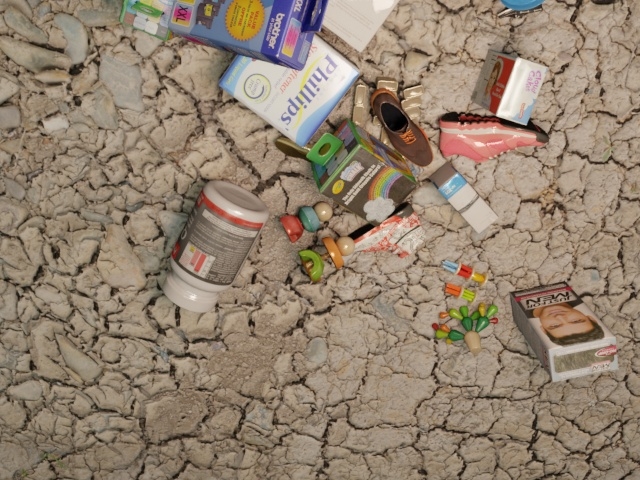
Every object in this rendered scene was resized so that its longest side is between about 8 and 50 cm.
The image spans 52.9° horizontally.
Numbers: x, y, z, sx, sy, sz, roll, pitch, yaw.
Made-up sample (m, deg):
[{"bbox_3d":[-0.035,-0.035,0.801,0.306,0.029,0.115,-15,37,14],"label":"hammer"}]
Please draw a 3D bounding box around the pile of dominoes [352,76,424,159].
[{"bbox_3d":[0.188,-0.346,1.878,0.196,0.040,0.251,3,119,-5],"label":"pile of dominoes"}]

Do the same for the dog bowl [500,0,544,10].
[{"bbox_3d":[0.514,-0.732,1.606,0.166,0.074,0.297,-10,134,2],"label":"dog bowl"}]

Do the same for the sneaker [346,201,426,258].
[{"bbox_3d":[0.192,0.010,1.974,0.270,0.090,0.145,-31,106,8],"label":"sneaker"}]

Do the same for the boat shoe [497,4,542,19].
[{"bbox_3d":[0.547,-0.626,1.761,0.125,0.046,0.038,-20,105,-2],"label":"boat shoe"}]

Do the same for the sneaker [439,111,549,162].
[{"bbox_3d":[0.496,-0.290,1.869,0.314,0.116,0.136,6,121,4],"label":"sneaker"}]

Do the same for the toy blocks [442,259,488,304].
[{"bbox_3d":[0.439,0.128,2.042,0.148,0.054,0.123,23,108,-9],"label":"toy blocks"}]

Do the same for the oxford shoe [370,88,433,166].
[{"bbox_3d":[0.234,-0.302,1.824,0.097,0.098,0.271,-37,114,16],"label":"oxford shoe"}]

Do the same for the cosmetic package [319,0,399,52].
[{"bbox_3d":[0.132,-0.707,1.632,0.217,0.156,0.385,33,114,-17],"label":"cosmetic package"}]

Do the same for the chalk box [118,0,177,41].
[{"bbox_3d":[-0.428,-0.605,1.661,0.133,0.213,0.132,21,109,-9],"label":"chalk box"}]

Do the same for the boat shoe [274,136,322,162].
[{"bbox_3d":[-0.058,-0.272,1.888,0.153,0.048,0.056,18,155,-4],"label":"boat shoe"}]

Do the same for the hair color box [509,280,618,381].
[{"bbox_3d":[0.716,0.261,1.926,0.186,0.374,0.113,-12,111,4],"label":"hair color box"}]

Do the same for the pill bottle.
[{"bbox_3d":[-0.318,0.021,1.906,0.210,0.210,0.362,26,108,-11],"label":"pill bottle"}]

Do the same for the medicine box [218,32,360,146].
[{"bbox_3d":[-0.083,-0.452,1.761,0.289,0.149,0.263,35,107,-12],"label":"medicine box"}]

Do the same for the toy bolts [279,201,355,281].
[{"bbox_3d":[0.000,0.000,1.950,0.159,0.218,0.228,-28,76,-4],"label":"toy bolts"}]

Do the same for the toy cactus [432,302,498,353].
[{"bbox_3d":[0.471,0.287,2.047,0.219,0.180,0.112,-19,130,11],"label":"toy cactus"}]

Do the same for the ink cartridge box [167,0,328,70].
[{"bbox_3d":[-0.145,-0.584,1.562,0.396,0.151,0.269,20,99,20],"label":"ink cartridge box"}]

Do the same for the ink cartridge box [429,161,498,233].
[{"bbox_3d":[0.421,-0.129,1.897,0.082,0.139,0.190,-41,106,12],"label":"ink cartridge box"}]

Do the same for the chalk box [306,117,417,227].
[{"bbox_3d":[0.094,-0.205,1.805,0.289,0.179,0.180,31,113,-27],"label":"chalk box"}]

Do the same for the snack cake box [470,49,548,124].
[{"bbox_3d":[0.498,-0.416,1.721,0.089,0.264,0.152,15,110,-7],"label":"snack cake box"}]
